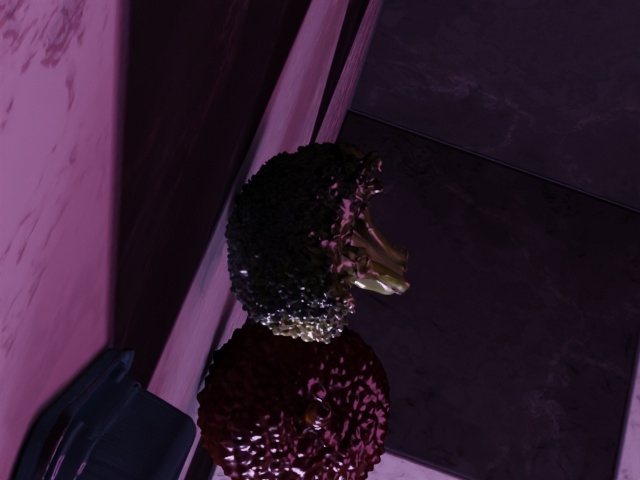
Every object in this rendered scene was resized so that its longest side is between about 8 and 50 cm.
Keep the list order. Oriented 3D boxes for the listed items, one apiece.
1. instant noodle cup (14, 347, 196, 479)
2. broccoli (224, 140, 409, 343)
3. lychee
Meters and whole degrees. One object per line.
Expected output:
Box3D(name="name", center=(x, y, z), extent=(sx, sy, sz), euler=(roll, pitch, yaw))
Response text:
Box3D(name="instant noodle cup", center=(-0.124, 0.153, 0.675), extent=(0.179, 0.070, 0.157), euler=(-72, -177, -80))
Box3D(name="broccoli", center=(-0.002, 0.000, 1.187), extent=(0.176, 0.226, 0.197), euler=(7, 109, -44))
Box3D(name="lychee", center=(-0.033, 0.221, 1.636), extent=(0.300, 0.264, 0.264), euler=(165, -55, -78))
